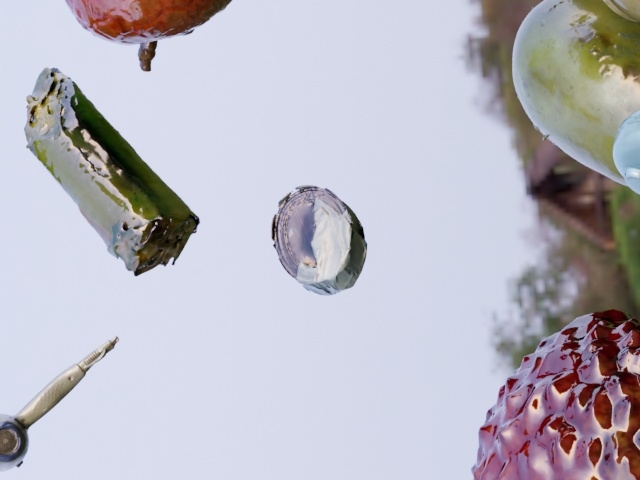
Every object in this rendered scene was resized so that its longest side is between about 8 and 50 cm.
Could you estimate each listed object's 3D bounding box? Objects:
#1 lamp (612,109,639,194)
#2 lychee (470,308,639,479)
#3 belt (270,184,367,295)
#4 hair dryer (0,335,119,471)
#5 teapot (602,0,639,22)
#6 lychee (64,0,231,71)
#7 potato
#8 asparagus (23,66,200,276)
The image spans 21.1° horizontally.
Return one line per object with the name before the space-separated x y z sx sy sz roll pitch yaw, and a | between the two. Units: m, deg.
lamp | 0.452 -0.089 1.901 0.147 0.284 0.209 -53 -53 -10
lychee | 0.381 0.262 1.905 0.499 0.425 0.424 -67 -19 -9
belt | 0.000 0.000 2.055 0.058 0.105 0.140 37 -151 -57
hair dryer | -0.321 0.186 1.918 0.067 0.167 0.199 49 -122 -8
teapot | 0.428 -0.340 2.032 0.269 0.182 0.173 49 -125 -2
lychee | -0.230 -0.371 2.340 0.255 0.255 0.300 -71 -29 -61
potato | 0.372 -0.198 2.209 0.304 0.216 0.215 39 155 43
asparagus | -0.306 -0.106 2.292 0.382 0.128 0.108 47 140 27
